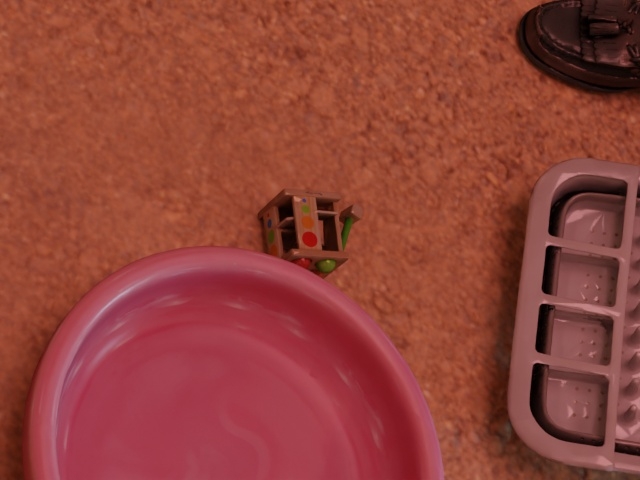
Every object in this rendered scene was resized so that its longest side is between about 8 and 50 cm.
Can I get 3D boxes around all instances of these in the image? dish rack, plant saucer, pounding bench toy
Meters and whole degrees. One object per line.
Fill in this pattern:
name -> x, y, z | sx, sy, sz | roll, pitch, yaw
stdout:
dish rack -> 0.328, 0.085, 1.674 | 0.333, 0.072, 0.285 | 9, 62, 2
plant saucer -> -0.069, 0.170, 1.468 | 0.332, 0.084, 0.332 | 12, 62, -23
pounding bench toy -> 0.000, 0.000, 1.604 | 0.083, 0.052, 0.065 | 3, 66, -28

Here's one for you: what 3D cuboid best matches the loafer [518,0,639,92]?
loafer -> 0.319, -0.185, 1.833 | 0.267, 0.084, 0.096 | 10, 66, -17
